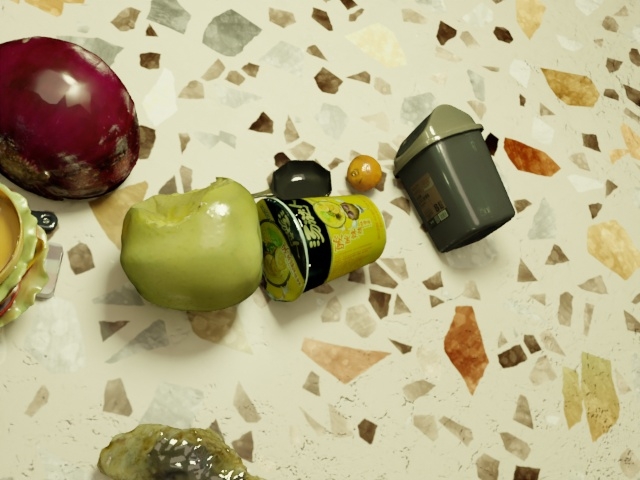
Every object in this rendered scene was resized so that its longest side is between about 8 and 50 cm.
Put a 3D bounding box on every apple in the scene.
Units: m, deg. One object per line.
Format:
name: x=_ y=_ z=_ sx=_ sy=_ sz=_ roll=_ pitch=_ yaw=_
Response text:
apple: x=-0.225 y=0.010 z=1.356 sx=0.279 sy=0.279 sz=0.279 roll=7 pitch=64 yaw=-15

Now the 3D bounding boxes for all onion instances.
onion: x=-0.499 y=-0.251 z=1.394 sx=0.337 sy=0.260 sz=0.282 roll=33 pitch=55 yaw=-1

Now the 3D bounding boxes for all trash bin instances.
trash bin: x=0.290 y=-0.137 z=1.633 sx=0.182 sy=0.209 sz=0.290 roll=-18 pitch=78 yaw=-27

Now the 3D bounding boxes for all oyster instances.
oyster: x=-0.201 y=0.408 z=1.257 sx=0.341 sy=0.110 sz=0.166 roll=35 pitch=61 yaw=-1

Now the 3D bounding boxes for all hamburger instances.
hamburger: x=-0.604 y=0.031 z=1.241 sx=0.274 sy=0.212 sz=0.274 roll=2 pitch=67 yaw=-6

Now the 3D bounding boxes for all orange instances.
orange: x=0.099 y=-0.150 z=1.642 sx=0.084 sy=0.083 sz=0.083 roll=7 pitch=64 yaw=-15

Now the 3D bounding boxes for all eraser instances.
eraser: x=-0.522 y=0.052 z=1.368 sx=0.065 sy=0.026 sz=0.105 roll=10 pitch=63 yaw=-11

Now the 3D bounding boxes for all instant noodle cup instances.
instant noodle cup: x=0.000 y=0.000 z=1.480 sx=0.236 sy=0.215 sz=0.215 roll=-13 pitch=70 yaw=-34

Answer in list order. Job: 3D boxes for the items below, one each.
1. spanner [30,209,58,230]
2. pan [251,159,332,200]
spanner: x=-0.660 y=-0.057 z=1.377 sx=0.316 sy=0.024 sz=0.087 roll=6 pitch=59 yaw=-16
pan: x=-0.078 y=-0.115 z=1.582 sx=0.202 sy=0.048 sz=0.128 roll=1 pitch=51 yaw=-5
